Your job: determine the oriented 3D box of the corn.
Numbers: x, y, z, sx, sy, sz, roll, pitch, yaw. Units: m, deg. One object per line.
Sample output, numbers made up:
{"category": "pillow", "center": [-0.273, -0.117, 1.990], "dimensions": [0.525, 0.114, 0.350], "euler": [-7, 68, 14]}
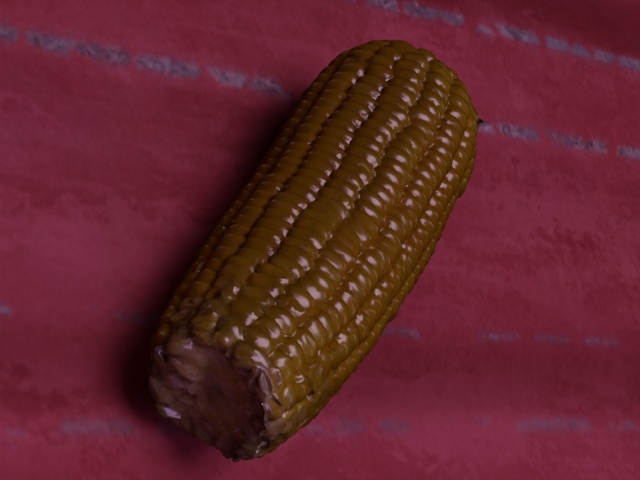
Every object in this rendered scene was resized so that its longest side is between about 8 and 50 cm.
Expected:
{"category": "corn", "center": [0.000, 0.000, 1.163], "dimensions": [0.131, 0.131, 0.344], "euler": [52, 42, -17]}
